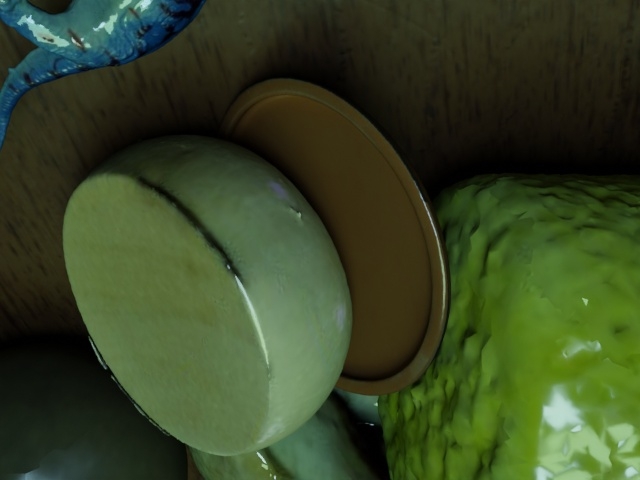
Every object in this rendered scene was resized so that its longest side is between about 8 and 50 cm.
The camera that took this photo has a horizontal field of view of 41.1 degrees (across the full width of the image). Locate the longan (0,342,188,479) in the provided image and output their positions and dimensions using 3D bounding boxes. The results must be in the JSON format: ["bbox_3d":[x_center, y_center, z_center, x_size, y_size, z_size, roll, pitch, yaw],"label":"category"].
[{"bbox_3d":[-0.257,0.219,0.806,0.258,0.258,0.258,-3,136,-3],"label":"longan"}]

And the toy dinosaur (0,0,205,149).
[{"bbox_3d":[-0.124,-0.170,0.540,0.329,0.076,0.144,-29,139,9],"label":"toy dinosaur"}]

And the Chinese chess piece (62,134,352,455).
[{"bbox_3d":[-0.090,0.041,0.653,0.097,0.251,0.251,-32,154,-41],"label":"Chinese chess piece"}]

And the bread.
[{"bbox_3d":[0.219,0.101,0.662,0.308,0.348,0.348,9,134,-12],"label":"bread"}]

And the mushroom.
[{"bbox_3d":[-0.006,0.229,0.873,0.292,0.212,0.217,3,148,-35],"label":"mushroom"}]

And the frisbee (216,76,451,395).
[{"bbox_3d":[0.000,0.000,0.637,0.021,0.251,0.251,-27,149,-36],"label":"frisbee"}]
